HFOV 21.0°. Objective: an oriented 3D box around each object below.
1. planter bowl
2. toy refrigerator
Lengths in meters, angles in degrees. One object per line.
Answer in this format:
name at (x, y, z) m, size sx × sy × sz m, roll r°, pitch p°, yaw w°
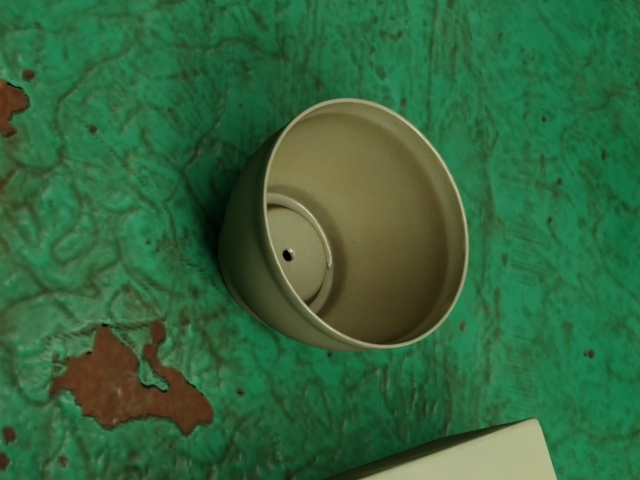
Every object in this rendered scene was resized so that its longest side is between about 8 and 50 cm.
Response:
planter bowl at (0.000, 0.000, 1.123) m, size 0.162 × 0.109 × 0.162 m, roll 12°, pitch 70°, yaw -35°
toy refrigerator at (0.026, 0.195, 1.089) m, size 0.269 × 0.102 × 0.094 m, roll -14°, pitch 85°, yaw -39°
